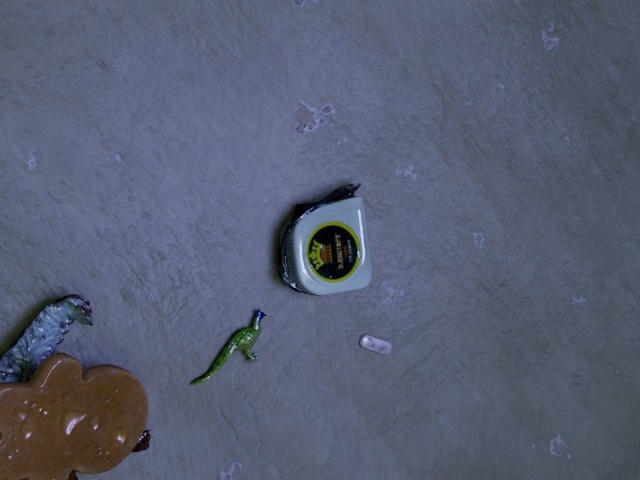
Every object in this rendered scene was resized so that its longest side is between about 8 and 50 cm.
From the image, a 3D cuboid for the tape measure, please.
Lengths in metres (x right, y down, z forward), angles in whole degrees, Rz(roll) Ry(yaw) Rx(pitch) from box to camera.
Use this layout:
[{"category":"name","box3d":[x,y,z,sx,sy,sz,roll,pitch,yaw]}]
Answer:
[{"category":"tape measure","box3d":[0.000,0.000,1.777,0.207,0.115,0.235,-8,92,-22]}]

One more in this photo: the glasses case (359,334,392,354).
[{"category":"glasses case","box3d":[0.130,0.244,1.910,0.083,0.021,0.032,21,91,-24]}]

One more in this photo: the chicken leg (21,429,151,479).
[{"category":"chicken leg","box3d":[-0.507,0.457,1.647,0.322,0.083,0.177,-41,119,-11]}]

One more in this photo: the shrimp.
[{"category":"shrimp","box3d":[-0.582,0.279,1.550,0.221,0.166,0.410,46,64,-44]}]

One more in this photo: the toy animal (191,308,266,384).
[{"category":"toy animal","box3d":[-0.182,0.251,1.771,0.075,0.041,0.217,44,84,-21]}]

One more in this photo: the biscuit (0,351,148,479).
[{"category":"biscuit","box3d":[-0.475,0.340,1.520,0.355,0.052,0.275,-2,100,-52]}]
